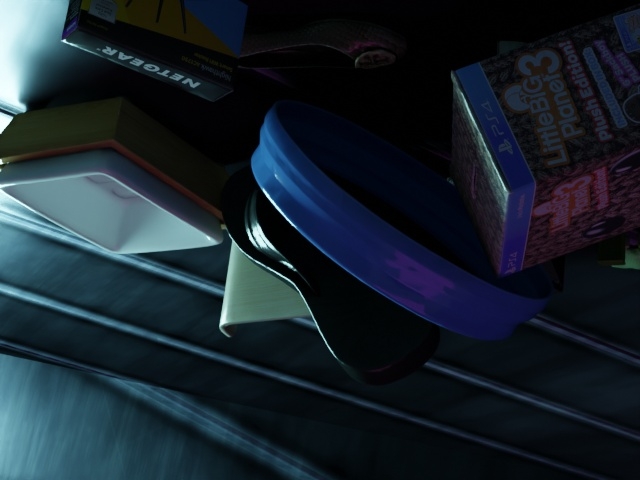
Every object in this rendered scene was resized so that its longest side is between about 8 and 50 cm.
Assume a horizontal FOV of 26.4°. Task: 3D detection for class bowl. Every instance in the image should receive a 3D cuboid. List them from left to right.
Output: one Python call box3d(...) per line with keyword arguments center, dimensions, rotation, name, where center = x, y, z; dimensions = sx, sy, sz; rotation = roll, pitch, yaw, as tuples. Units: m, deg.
box3d(center=(0.091, -0.022, 1.589), dimensions=(0.391, 0.077, 0.391), rotation=(31, -164, -10), name="bowl")

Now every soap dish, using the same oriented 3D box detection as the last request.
box3d(center=(-0.274, -0.085, 1.849), dimensions=(0.229, 0.118, 0.291), rotation=(-6, 156, 31), name="soap dish")

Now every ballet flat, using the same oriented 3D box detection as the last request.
box3d(center=(-0.028, -0.208, 1.515), dimensions=(0.250, 0.058, 0.084), rotation=(4, 160, 10), name="ballet flat")

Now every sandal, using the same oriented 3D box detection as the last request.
box3d(center=(0.003, -0.001, 1.709), dimensions=(0.446, 0.167, 0.107), rotation=(47, 169, 46), name="sandal")

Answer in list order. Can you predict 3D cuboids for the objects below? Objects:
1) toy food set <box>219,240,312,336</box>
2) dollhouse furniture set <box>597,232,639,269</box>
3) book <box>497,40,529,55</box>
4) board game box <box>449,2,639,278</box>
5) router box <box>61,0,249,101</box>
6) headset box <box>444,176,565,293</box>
box3d(center=(-0.001, 0.016, 1.875), dimensions=(0.306, 0.219, 0.092), rotation=(-8, 154, 35), name="toy food set")
box3d(center=(0.444, 0.030, 1.982), dimensions=(0.076, 0.058, 0.152), rotation=(-2, 157, 25), name="dollhouse furniture set")
box3d(center=(0.212, -0.147, 1.538), dimensions=(0.035, 0.096, 0.144), rotation=(4, 160, 8), name="book")
box3d(center=(0.290, -0.109, 1.383), dimensions=(0.291, 0.141, 0.232), rotation=(-20, 158, -3), name="board game box")
box3d(center=(-0.163, -0.235, 1.387), dimensions=(0.179, 0.133, 0.046), rotation=(19, 158, -29), name="router box")
box3d(center=(0.170, 0.013, 1.960), dimensions=(0.293, 0.110, 0.218), rotation=(-13, 151, 44), name="headset box")
